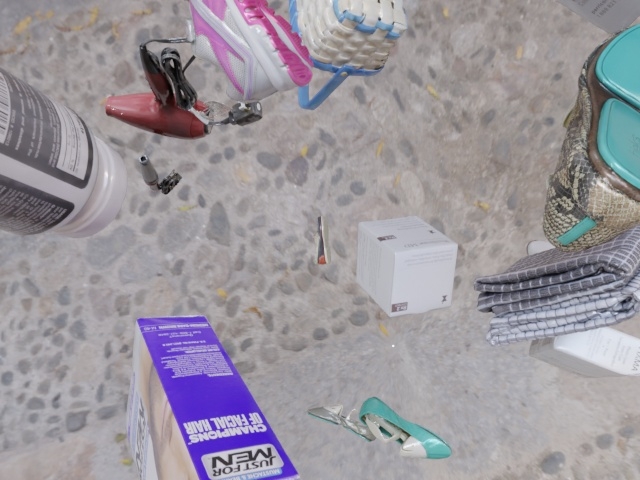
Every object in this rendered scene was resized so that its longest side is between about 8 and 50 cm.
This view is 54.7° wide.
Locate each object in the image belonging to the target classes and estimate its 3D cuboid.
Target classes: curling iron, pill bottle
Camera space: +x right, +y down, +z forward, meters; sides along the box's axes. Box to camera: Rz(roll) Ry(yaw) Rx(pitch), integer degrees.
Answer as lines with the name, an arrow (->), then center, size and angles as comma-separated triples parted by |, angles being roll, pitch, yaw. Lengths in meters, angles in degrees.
curling iron -> -0.332, -0.137, 1.244 | 0.068, 0.274, 0.035 | -43, 88, -6
pill bottle -> -0.346, -0.095, 0.668 | 0.162, 0.278, 0.162 | -4, 76, 17

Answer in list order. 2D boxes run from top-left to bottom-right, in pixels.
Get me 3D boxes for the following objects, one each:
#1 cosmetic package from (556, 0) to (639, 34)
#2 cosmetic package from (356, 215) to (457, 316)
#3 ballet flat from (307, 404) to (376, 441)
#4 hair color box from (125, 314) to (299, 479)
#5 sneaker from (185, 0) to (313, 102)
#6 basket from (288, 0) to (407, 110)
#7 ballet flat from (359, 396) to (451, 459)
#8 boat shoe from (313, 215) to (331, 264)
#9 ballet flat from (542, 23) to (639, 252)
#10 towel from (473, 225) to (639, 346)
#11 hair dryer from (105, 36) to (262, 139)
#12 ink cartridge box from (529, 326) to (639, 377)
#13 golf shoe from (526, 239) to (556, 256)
cosmetic package -> 0.483, -0.621, 0.947 | 0.327, 0.329, 0.394 | 30, 75, -1
cosmetic package -> 0.181, 0.051, 1.341 | 0.151, 0.183, 0.152 | -8, 114, -20
ballet flat -> 0.068, 0.510, 1.781 | 0.213, 0.072, 0.068 | 20, 79, 13
hair color box -> -0.151, 0.251, 0.748 | 0.110, 0.339, 0.185 | 0, 112, -30
sneaker -> -0.118, -0.266, 0.711 | 0.111, 0.103, 0.252 | -27, 94, 28
basket -> 0.030, -0.406, 1.151 | 0.200, 0.289, 0.255 | 4, 77, -32
ballet flat -> 0.196, 0.480, 1.515 | 0.247, 0.083, 0.087 | 28, 47, 27
boat shoe -> 0.000, 0.000, 1.706 | 0.043, 0.049, 0.137 | -3, 97, 22
ballet flat -> 0.407, -0.154, 0.882 | 0.164, 0.182, 0.483 | 36, 50, 2
towel -> 0.431, 0.068, 1.081 | 0.283, 0.235, 0.122 | -20, 94, 41
hair dryer -> -0.259, -0.255, 1.051 | 0.293, 0.223, 0.080 | -11, 55, 36
ink cartridge box -> 0.676, 0.283, 1.351 | 0.384, 0.308, 0.091 | 23, 81, 14
golf shoe -> 0.570, 0.050, 1.481 | 0.077, 0.094, 0.198 | -45, 49, 2
